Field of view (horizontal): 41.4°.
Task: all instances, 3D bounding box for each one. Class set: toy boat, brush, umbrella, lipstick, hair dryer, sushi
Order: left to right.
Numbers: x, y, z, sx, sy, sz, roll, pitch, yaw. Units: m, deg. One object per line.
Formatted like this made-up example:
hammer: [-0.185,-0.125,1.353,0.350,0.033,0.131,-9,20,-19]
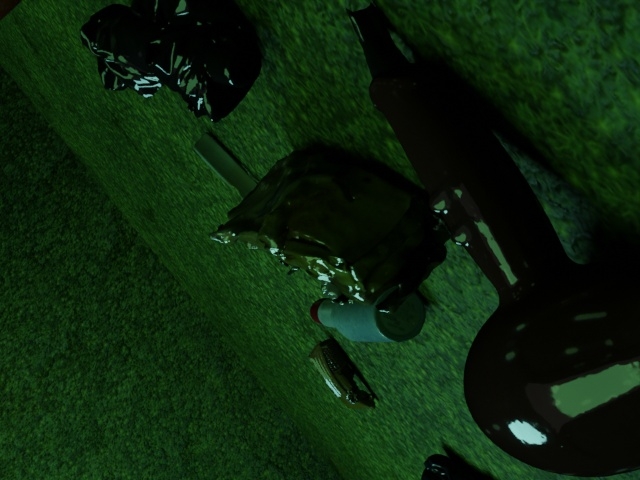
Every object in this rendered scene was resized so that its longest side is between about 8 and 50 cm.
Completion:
umbrella: [-0.146,-0.193,0.841,0.110,0.121,0.272,7,-169,-37]
brush: [-0.107,-0.078,1.130,0.178,0.033,0.030,45,170,23]
sushi: [-0.004,-0.005,0.801,0.291,0.139,0.131,27,160,54]
toy boat: [0.039,0.227,1.398,0.149,0.049,0.047,52,-164,-12]
lipstick: [0.042,0.084,0.999,0.061,0.068,0.274,47,165,-9]
umbrella: [0.212,0.356,1.150,0.071,0.071,0.248,57,166,-20]
hair dryer: [0.119,-0.033,0.487,0.340,0.123,0.312,59,157,14]

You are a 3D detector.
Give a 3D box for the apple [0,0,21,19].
apple: [-0.458,-0.374,0.881,0.277,0.349,0.348,43,163,36]
